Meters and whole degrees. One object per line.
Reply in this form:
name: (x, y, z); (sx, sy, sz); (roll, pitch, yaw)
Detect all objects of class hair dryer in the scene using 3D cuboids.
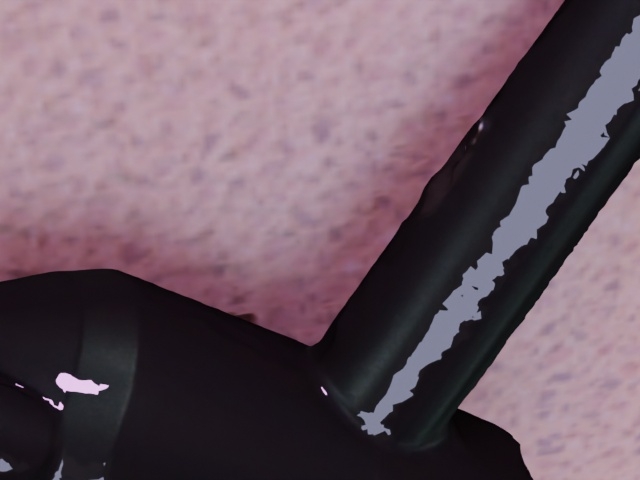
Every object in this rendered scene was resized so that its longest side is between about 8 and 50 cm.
hair dryer: (0.000, 0.000, 0.500); (0.244, 0.116, 0.302); (25, 108, -30)
